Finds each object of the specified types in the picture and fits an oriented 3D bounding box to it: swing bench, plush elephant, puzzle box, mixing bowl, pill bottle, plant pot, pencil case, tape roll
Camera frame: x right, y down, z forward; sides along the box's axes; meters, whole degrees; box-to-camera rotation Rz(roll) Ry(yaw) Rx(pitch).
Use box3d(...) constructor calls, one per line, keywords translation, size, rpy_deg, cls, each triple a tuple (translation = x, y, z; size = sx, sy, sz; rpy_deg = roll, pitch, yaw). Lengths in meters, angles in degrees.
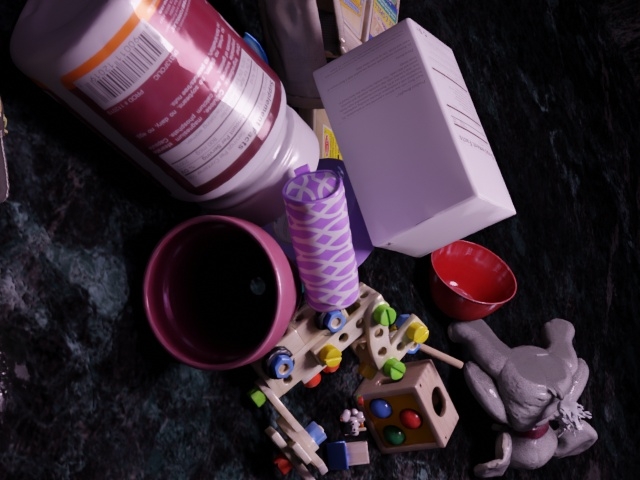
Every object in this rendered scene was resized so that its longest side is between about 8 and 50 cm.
box3d(translation=(-0.012, -0.382, 1.626), size=(0.255, 0.165, 0.253), rpy_deg=(-44, 134, -47), cls="swing bench")
box3d(translation=(0.408, 0.337, 1.979), size=(0.272, 0.255, 0.330), rpy_deg=(-1, 35, -18), cls="plush elephant")
box3d(translation=(0.021, -0.520, 1.886), size=(0.409, 0.052, 0.272), rpy_deg=(40, 48, -42), cls="puzzle box")
box3d(translation=(0.286, 0.093, 1.970), size=(0.181, 0.098, 0.181), rpy_deg=(14, 39, -12), cls="mixing bowl")
box3d(translation=(-0.185, -0.193, 1.297), size=(0.392, 0.224, 0.224), rpy_deg=(43, 45, -40), cls="pill bottle")
box3d(translation=(-0.114, 0.069, 1.350), size=(0.180, 0.201, 0.201), rpy_deg=(4, 74, -71), cls="plant pot")
box3d(translation=(0.000, 0.000, 1.339), size=(0.086, 0.088, 0.206), rpy_deg=(-21, 126, -17), cls="pencil case")
box3d(translation=(-0.001, -0.030, 1.539), size=(0.080, 0.189, 0.189), rpy_deg=(42, 46, -39), cls="tape roll")

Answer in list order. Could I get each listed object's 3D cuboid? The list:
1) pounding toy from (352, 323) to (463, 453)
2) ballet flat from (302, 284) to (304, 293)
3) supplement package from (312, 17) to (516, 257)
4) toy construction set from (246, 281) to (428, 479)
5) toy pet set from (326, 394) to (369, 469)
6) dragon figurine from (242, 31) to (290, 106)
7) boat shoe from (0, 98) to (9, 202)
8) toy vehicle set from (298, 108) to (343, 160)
box3d(translation=(0.149, 0.248, 1.661), size=(0.206, 0.181, 0.094), rpy_deg=(64, 35, -17), cls="pounding toy")
box3d(translation=(-0.006, 0.065, 1.607), size=(0.231, 0.077, 0.077), rpy_deg=(-72, 148, -42), cls="ballet flat")
box3d(translation=(0.141, -0.146, 1.488), size=(0.175, 0.177, 0.293), rpy_deg=(14, 54, -60), cls="supplement package")
box3d(translation=(0.012, 0.192, 1.483), size=(0.327, 0.151, 0.215), rpy_deg=(-49, 128, -25), cls="toy construction set")
box3d(translation=(0.040, 0.309, 1.598), size=(0.122, 0.065, 0.114), rpy_deg=(85, -1, -81), cls="toy pet set")
box3d(translation=(-0.136, -0.261, 1.519), size=(0.289, 0.085, 0.144), rpy_deg=(65, 32, -23), cls="dragon figurine")
box3d(translation=(-0.387, -0.146, 1.109), size=(0.068, 0.081, 0.228), rpy_deg=(-18, 90, -53), cls="boat shoe")
box3d(translation=(0.022, -0.150, 1.758), size=(0.166, 0.035, 0.267), rpy_deg=(31, 53, -47), cls="toy vehicle set")
